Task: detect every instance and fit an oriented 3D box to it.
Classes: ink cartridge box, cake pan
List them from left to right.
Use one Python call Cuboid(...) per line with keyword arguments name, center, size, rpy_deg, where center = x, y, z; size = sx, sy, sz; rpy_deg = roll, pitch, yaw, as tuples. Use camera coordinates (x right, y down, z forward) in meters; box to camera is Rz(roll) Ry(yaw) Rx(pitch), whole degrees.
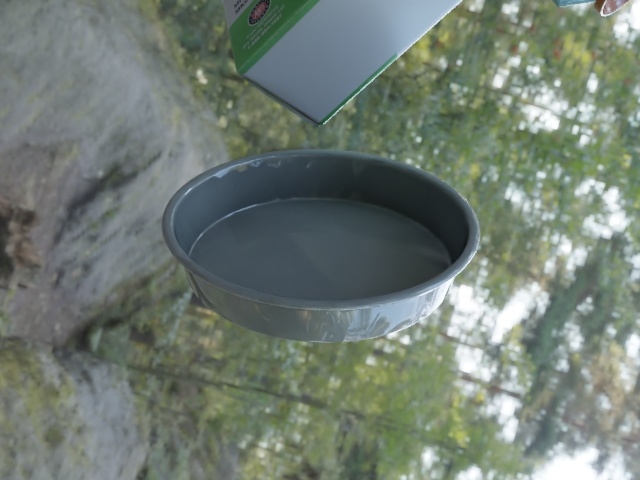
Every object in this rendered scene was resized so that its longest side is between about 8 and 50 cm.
Cuboid(name="cake pan", center=(0.000, 0.000, 1.014), size=(0.293, 0.293, 0.054), rpy_deg=(-74, 168, -58))
Cuboid(name="ink cartridge box", center=(0.005, -0.293, 1.081), size=(0.211, 0.121, 0.289), rpy_deg=(-41, -138, 26))

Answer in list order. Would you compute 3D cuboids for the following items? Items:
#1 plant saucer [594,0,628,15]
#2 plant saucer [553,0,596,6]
Cuboid(name="plant saucer", center=(0.219, -0.190, 0.746), size=(0.083, 0.013, 0.083), rpy_deg=(-40, 167, -12))
Cuboid(name="plant saucer", center=(0.220, -0.258, 1.007), size=(0.192, 0.067, 0.018), rpy_deg=(-103, -176, -56))
